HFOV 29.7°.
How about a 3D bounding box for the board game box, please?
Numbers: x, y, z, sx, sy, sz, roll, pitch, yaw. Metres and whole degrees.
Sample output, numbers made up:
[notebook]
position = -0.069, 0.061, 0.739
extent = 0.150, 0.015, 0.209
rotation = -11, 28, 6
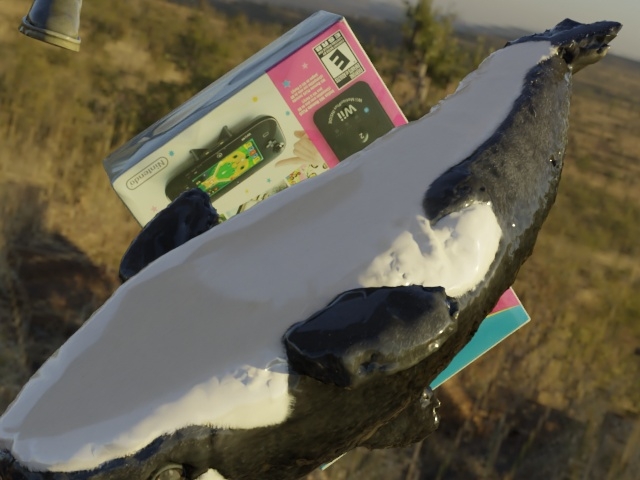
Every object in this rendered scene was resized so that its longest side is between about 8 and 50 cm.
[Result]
[board game box]
position = 0.000, 0.000, 0.996
extent = 0.303, 0.224, 0.097
rotation = 56, -4, -20

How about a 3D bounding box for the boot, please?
[boot]
position = -0.279, -0.331, 1.363
extent = 0.076, 0.208, 0.189
rotation = 17, 17, -23

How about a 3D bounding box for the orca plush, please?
[orca plush]
position = 0.015, 0.025, 0.455
extent = 0.151, 0.102, 0.287
rotation = 3, 37, 35
